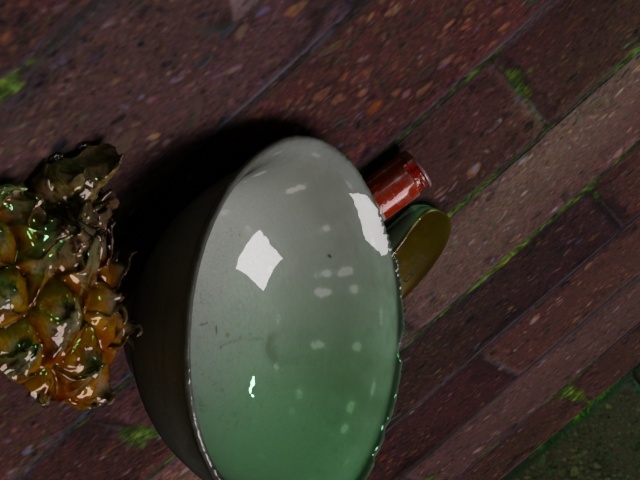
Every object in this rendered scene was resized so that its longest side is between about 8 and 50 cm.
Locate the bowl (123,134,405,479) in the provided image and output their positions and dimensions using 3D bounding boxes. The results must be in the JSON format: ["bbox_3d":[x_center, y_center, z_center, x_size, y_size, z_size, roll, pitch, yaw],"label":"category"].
[{"bbox_3d":[-0.070,0.074,1.356,0.146,0.313,0.313,-2,179,31],"label":"bowl"}]

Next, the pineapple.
[{"bbox_3d":[-0.171,0.030,1.179,0.164,0.140,0.250,-38,156,-4],"label":"pineapple"}]

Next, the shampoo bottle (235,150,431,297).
[{"bbox_3d":[0.000,0.000,1.501,0.221,0.051,0.108,-36,153,-5],"label":"shampoo bottle"}]

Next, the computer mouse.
[{"bbox_3d":[0.053,0.042,1.687,0.199,0.045,0.102,-43,156,10],"label":"computer mouse"}]
